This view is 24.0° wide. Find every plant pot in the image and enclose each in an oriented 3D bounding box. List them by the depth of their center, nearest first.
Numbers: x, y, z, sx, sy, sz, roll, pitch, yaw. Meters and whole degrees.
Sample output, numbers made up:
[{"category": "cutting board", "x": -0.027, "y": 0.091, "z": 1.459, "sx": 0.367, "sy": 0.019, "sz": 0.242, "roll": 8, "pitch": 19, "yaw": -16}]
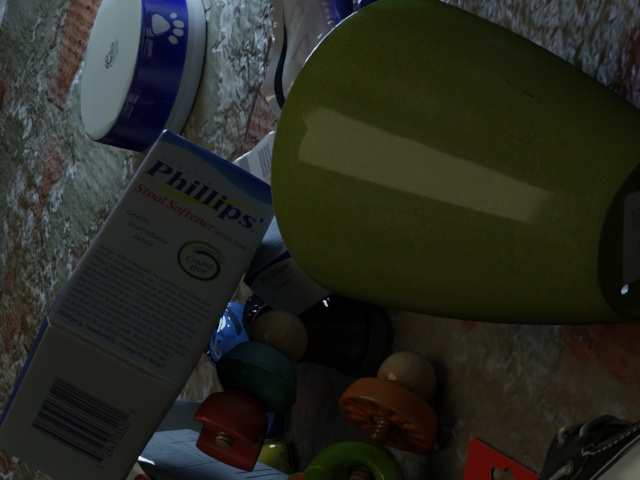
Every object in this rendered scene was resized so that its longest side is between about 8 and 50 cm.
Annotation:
[{"category": "plant pot", "x": 0.155, "y": -0.042, "z": 1.221, "sx": 0.293, "sy": 0.275, "sz": 0.274, "roll": 23, "pitch": 101, "yaw": 47}]

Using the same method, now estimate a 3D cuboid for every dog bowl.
[{"category": "dog bowl", "x": -0.274, "y": -0.269, "z": 2.300, "sx": 0.265, "sy": 0.104, "sz": 0.264, "roll": -34, "pitch": 50, "yaw": 55}]

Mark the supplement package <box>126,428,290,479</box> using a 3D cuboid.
[{"category": "supplement package", "x": -0.145, "y": 0.337, "z": 1.676, "sx": 0.203, "sy": 0.149, "sz": 0.194, "roll": 18, "pitch": 101, "yaw": 39}]

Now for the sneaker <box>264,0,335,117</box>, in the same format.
[{"category": "sneaker", "x": -0.002, "y": -0.245, "z": 1.792, "sx": 0.095, "sy": 0.090, "sz": 0.235, "roll": -19, "pitch": 57, "yaw": 34}]

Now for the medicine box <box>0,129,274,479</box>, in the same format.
[{"category": "medicine box", "x": -0.191, "y": 0.082, "z": 1.577, "sx": 0.263, "sy": 0.149, "sz": 0.289, "roll": -57, "pitch": 6, "yaw": 48}]

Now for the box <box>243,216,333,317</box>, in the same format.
[{"category": "box", "x": 0.000, "y": 0.000, "z": 1.595, "sx": 0.126, "sy": 0.072, "sz": 0.137, "roll": -35, "pitch": 18, "yaw": 31}]

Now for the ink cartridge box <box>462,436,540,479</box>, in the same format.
[{"category": "ink cartridge box", "x": 0.135, "y": 0.280, "z": 1.346, "sx": 0.145, "sy": 0.045, "sz": 0.179, "roll": 24, "pitch": 104, "yaw": 63}]

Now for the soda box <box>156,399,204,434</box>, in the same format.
[{"category": "soda box", "x": -0.212, "y": 0.350, "z": 1.950, "sx": 0.091, "sy": 0.098, "sz": 0.286, "roll": -30, "pitch": 54, "yaw": 58}]

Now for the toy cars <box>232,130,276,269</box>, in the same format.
[{"category": "toy cars", "x": -0.048, "y": -0.057, "z": 1.788, "sx": 0.394, "sy": 0.087, "sz": 0.176, "roll": -5, "pitch": 76, "yaw": 63}]

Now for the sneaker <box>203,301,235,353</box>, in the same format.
[{"category": "sneaker", "x": -0.142, "y": 0.111, "z": 1.963, "sx": 0.118, "sy": 0.042, "sz": 0.067, "roll": -16, "pitch": 70, "yaw": 53}]

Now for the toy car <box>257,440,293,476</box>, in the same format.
[{"category": "toy car", "x": -0.119, "y": 0.314, "z": 1.826, "sx": 0.225, "sy": 0.053, "sz": 0.239, "roll": 44, "pitch": 119, "yaw": 59}]

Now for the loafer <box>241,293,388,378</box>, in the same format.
[{"category": "loafer", "x": -0.031, "y": 0.088, "z": 1.689, "sx": 0.302, "sy": 0.095, "sz": 0.109, "roll": 10, "pitch": 89, "yaw": 64}]

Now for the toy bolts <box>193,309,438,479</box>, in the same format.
[{"category": "toy bolts", "x": -0.001, "y": 0.176, "z": 1.515, "sx": 0.218, "sy": 0.229, "sz": 0.158, "roll": 106, "pitch": -170, "yaw": -63}]

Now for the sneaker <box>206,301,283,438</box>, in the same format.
[{"category": "sneaker", "x": -0.102, "y": 0.156, "z": 1.824, "sx": 0.069, "sy": 0.082, "sz": 0.209, "roll": -58, "pitch": 34, "yaw": 32}]

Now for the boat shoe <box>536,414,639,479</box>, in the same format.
[{"category": "boat shoe", "x": 0.209, "y": 0.190, "z": 1.141, "sx": 0.335, "sy": 0.121, "sz": 0.119, "roll": -54, "pitch": 40, "yaw": 44}]

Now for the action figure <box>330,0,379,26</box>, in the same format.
[{"category": "action figure", "x": 0.050, "y": -0.258, "z": 1.660, "sx": 0.139, "sy": 0.091, "sz": 0.280, "roll": 131, "pitch": 142, "yaw": -60}]
